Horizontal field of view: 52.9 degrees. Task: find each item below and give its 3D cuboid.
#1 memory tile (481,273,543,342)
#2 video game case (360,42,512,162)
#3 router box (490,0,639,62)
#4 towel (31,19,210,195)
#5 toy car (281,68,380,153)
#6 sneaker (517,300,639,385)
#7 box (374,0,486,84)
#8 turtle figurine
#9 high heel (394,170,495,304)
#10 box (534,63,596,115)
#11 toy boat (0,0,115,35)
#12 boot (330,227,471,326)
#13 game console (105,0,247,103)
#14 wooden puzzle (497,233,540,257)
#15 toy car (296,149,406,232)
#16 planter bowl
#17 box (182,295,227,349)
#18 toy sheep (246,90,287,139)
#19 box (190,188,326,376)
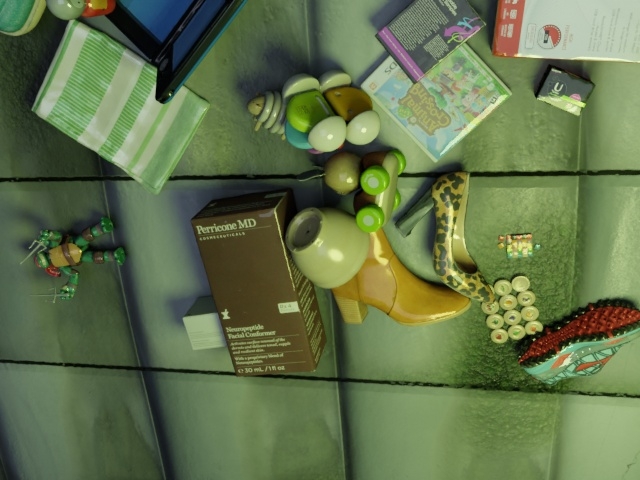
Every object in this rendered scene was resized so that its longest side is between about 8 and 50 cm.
[{"bbox_3d":[0.400,0.146,1.358,0.113,0.012,0.148,-16,108,18],"label":"memory tile"},{"bbox_3d":[0.215,-0.285,1.211,0.212,0.023,0.193,44,114,-8],"label":"video game case"},{"bbox_3d":[0.452,-0.470,1.050,0.301,0.082,0.335,5,113,10],"label":"router box"},{"bbox_3d":[-0.425,-0.276,1.346,0.325,0.038,0.248,34,114,-3],"label":"towel"},{"bbox_3d":[0.009,-0.225,1.207,0.159,0.182,0.136,58,144,21],"label":"toy car"},{"bbox_3d":[0.548,0.217,1.325,0.262,0.104,0.125,-29,121,26],"label":"sneaker"},{"bbox_3d":[0.196,-0.377,1.150,0.162,0.029,0.116,-37,101,24],"label":"box"},{"bbox_3d":[-0.577,0.033,1.466,0.234,0.118,0.175,-19,123,3],"label":"turtle figurine"},{"bbox_3d":[0.295,-0.004,1.269,0.261,0.093,0.186,44,121,2],"label":"high heel"},{"bbox_3d":[0.437,-0.270,1.154,0.083,0.052,0.062,23,116,4],"label":"box"},{"bbox_3d":[-0.548,-0.498,1.201,0.318,0.148,0.267,27,116,11],"label":"toy boat"},{"bbox_3d":[0.150,0.065,1.328,0.295,0.104,0.211,-6,111,19],"label":"boot"},{"bbox_3d":[-0.274,-0.446,1.176,0.173,0.250,0.293,30,119,-31],"label":"game console"},{"bbox_3d":[0.403,0.011,1.304,0.083,0.006,0.049,-5,111,14],"label":"wooden puzzle"},{"bbox_3d":[0.054,-0.113,1.256,0.188,0.155,0.149,13,115,17],"label":"toy car"},{"bbox_3d":[0.000,0.000,1.262,0.162,0.162,0.109,-36,135,23],"label":"planter bowl"},{"bbox_3d":[-0.242,0.183,1.463,0.102,0.101,0.087,-9,110,14],"label":"box"},{"bbox_3d":[-0.081,-0.248,1.260,0.132,0.091,0.091,12,118,-25],"label":"toy sheep"},{"bbox_3d":[-0.122,0.096,1.382,0.191,0.143,0.381,-8,109,15],"label":"box"}]
